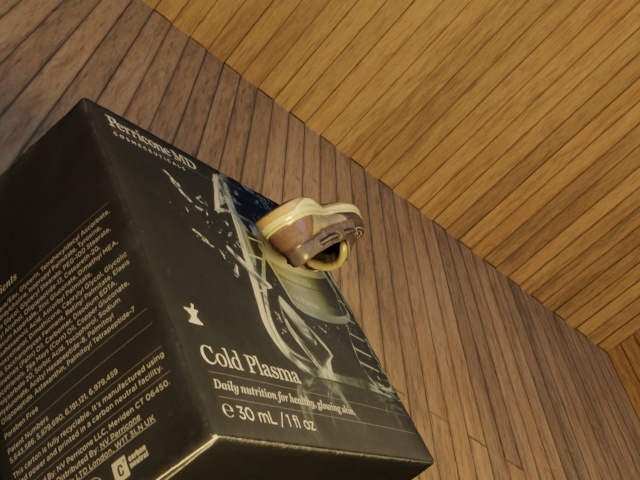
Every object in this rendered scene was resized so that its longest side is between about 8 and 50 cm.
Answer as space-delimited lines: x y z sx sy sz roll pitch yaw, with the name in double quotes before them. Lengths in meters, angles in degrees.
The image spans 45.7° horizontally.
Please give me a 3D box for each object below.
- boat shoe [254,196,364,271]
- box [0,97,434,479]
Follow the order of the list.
"boat shoe" 0.000 0.000 1.071 0.092 0.103 0.285 66 15 10
"box" -0.164 0.149 0.995 0.480 0.297 0.471 28 26 -53
